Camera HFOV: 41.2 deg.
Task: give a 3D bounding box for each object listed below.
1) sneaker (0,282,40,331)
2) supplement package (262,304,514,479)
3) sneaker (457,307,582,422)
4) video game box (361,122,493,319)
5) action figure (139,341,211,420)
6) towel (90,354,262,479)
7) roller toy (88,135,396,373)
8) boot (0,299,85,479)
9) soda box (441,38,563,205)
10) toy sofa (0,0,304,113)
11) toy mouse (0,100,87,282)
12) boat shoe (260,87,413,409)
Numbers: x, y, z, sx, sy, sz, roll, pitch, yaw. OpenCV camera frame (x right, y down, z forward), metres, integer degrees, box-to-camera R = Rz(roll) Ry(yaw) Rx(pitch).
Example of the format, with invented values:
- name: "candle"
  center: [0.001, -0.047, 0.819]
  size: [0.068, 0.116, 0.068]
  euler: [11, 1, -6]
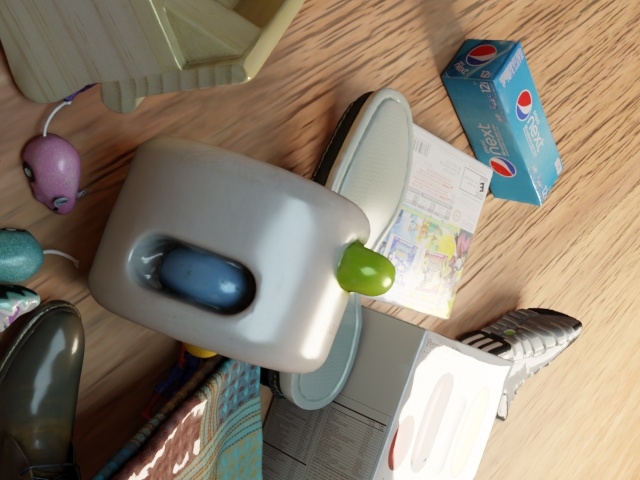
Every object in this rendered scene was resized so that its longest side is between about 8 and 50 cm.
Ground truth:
- name: "sneaker"
  center: [-0.243, 0.070, 0.592]
  size: [0.098, 0.038, 0.069]
  euler: [-10, 114, -41]
- name: "supplement package"
  center: [0.067, 0.183, 0.880]
  size: [0.194, 0.149, 0.203]
  euler: [23, 85, -49]
- name: "sneaker"
  center: [0.260, 0.174, 1.154]
  size: [0.228, 0.086, 0.132]
  euler: [-11, 115, -35]
- name: "video game box"
  center: [0.099, -0.020, 0.931]
  size: [0.205, 0.048, 0.187]
  euler: [19, 85, -49]
- name: "action figure"
  center: [-0.115, 0.110, 0.749]
  size: [0.038, 0.030, 0.115]
  euler: [40, 70, -41]
- name: "towel"
  center: [-0.110, 0.297, 0.715]
  size: [0.271, 0.040, 0.370]
  euler: [-47, 141, -57]
- name: "roller toy"
  center: [-0.071, 0.018, 0.648]
  size: [0.191, 0.209, 0.146]
  euler: [23, 85, -35]
- name: "boot"
  center: [-0.192, 0.159, 0.615]
  size: [0.082, 0.106, 0.219]
  euler: [10, 96, -51]
- name: "soda box"
  center: [0.220, -0.137, 1.009]
  size: [0.067, 0.071, 0.210]
  euler: [-54, 135, -23]
- name: "toy sofa"
  center: [-0.152, -0.270, 0.525]
  size: [0.150, 0.177, 0.363]
  euler: [-67, 145, -47]
- name: "toy mouse"
  center: [-0.208, -0.021, 0.602]
  size: [0.161, 0.031, 0.143]
  euler: [-53, 134, -23]
- name: "boat shoe"
  center: [0.000, 0.000, 0.793]
  size: [0.114, 0.091, 0.303]
  euler: [23, 86, -49]
